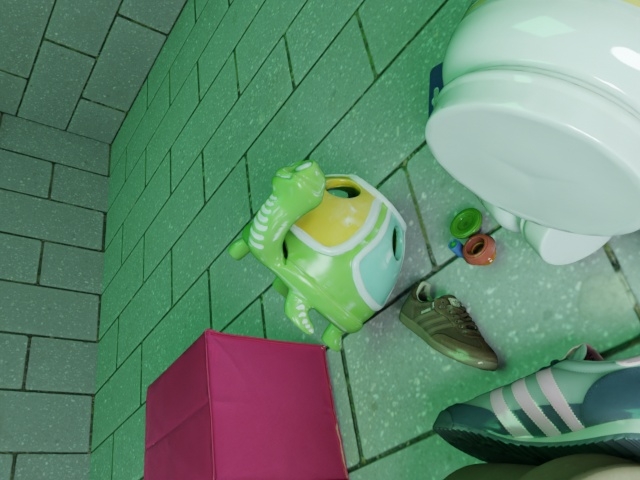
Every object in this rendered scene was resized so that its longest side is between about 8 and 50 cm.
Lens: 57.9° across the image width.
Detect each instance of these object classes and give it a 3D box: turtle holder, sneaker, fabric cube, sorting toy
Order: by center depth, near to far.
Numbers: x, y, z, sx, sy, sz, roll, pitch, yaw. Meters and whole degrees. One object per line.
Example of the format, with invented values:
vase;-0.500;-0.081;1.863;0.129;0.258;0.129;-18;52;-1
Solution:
sneaker;0.262;0.185;0.644;0.319;0.112;0.131;-23;34;54
sneaker;0.177;0.114;0.805;0.188;0.066;0.071;30;101;56
sorting toy;0.218;0.003;0.820;0.061;0.042;0.101;-36;36;24
turtle holder;-0.004;-0.003;0.906;0.227;0.320;0.243;-46;30;-2
fabric cube;-0.143;0.335;1.024;0.258;0.254;0.258;-44;44;39

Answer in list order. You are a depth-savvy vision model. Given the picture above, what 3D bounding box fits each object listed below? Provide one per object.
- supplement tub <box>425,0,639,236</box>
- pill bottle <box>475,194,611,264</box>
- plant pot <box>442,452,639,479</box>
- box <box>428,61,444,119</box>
supplement tub;0.262;-0.196;0.533;0.241;0.241;0.331;13;70;57
pill bottle;0.253;-0.084;0.710;0.131;0.131;0.229;-55;38;28
plant pot;0.211;0.317;0.548;0.229;0.263;0.262;160;121;-74
box;0.252;-0.238;0.859;0.225;0.037;0.136;-17;64;51
